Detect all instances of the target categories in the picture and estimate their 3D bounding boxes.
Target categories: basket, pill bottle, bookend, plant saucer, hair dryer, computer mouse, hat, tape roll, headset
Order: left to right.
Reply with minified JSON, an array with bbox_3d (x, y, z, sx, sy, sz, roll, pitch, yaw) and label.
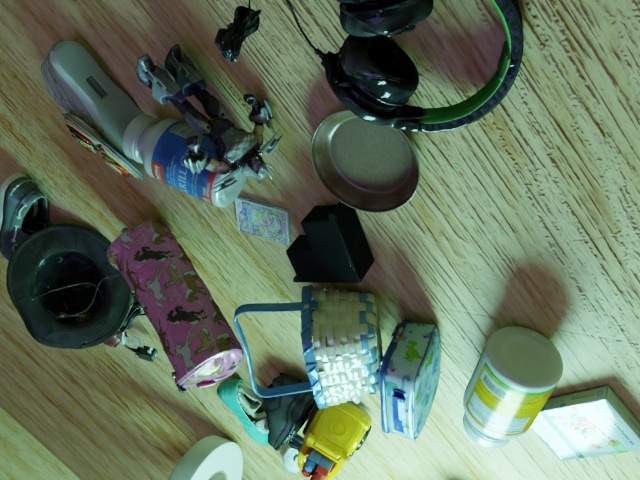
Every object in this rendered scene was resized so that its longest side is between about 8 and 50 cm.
[{"bbox_3d":[-0.645,0.117,1.609,0.332,0.134,0.330,0,94,-3],"label":"hat"},{"bbox_3d":[-0.579,0.211,1.726,0.294,0.080,0.223,14,116,15],"label":"hair dryer"},{"bbox_3d":[-0.257,-0.158,1.153,0.222,0.124,0.124,23,135,13],"label":"pill bottle"},{"bbox_3d":[-0.366,0.793,1.840,0.072,0.392,0.391,15,132,22],"label":"tape roll"},{"bbox_3d":[-0.072,0.638,1.776,0.106,0.042,0.192,26,136,9],"label":"computer mouse"},{"bbox_3d":[-0.018,0.224,1.253,0.289,0.201,0.254,-7,127,1],"label":"basket"},{"bbox_3d":[0.000,0.000,1.164,0.157,0.072,0.156,-3,123,35],"label":"bookend"},{"bbox_3d":[0.079,-0.137,1.024,0.199,0.036,0.198,18,134,19],"label":"plant saucer"},{"bbox_3d":[0.069,-0.263,0.816,0.395,0.185,0.243,13,132,7],"label":"headset"},{"bbox_3d":[0.349,0.288,1.146,0.137,0.136,0.245,22,135,15],"label":"pill bottle"}]

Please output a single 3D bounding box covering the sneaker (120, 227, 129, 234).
[{"bbox_3d":[-0.428,-0.003,1.458,0.069,0.038,0.098,-24,120,41],"label":"sneaker"}]

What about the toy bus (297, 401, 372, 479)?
[{"bbox_3d":[0.011,0.525,1.508,0.150,0.211,0.220,28,137,6],"label":"toy bus"}]

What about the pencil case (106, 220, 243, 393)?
[{"bbox_3d":[-0.321,0.138,1.325,0.386,0.167,0.160,56,-179,20],"label":"pencil case"}]

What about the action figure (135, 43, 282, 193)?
[{"bbox_3d":[-0.186,-0.204,1.042,0.285,0.185,0.099,46,148,1],"label":"action figure"}]

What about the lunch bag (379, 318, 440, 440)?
[{"bbox_3d":[0.178,0.281,1.218,0.090,0.176,0.218,10,132,22],"label":"lunch bag"}]

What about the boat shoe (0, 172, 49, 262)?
[{"bbox_3d":[-0.772,-0.029,1.592,0.099,0.116,0.319,32,131,11],"label":"boat shoe"}]

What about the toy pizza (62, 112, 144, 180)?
[{"bbox_3d":[-0.449,-0.183,1.241,0.201,0.032,0.201,38,172,6],"label":"toy pizza"}]

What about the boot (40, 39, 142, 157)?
[{"bbox_3d":[-0.453,-0.270,1.219,0.123,0.095,0.258,-8,119,51],"label":"boot"}]

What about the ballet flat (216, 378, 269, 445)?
[{"bbox_3d":[-0.188,0.480,1.690,0.087,0.083,0.247,-24,114,27],"label":"ballet flat"}]

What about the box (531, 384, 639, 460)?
[{"bbox_3d":[0.510,0.359,1.178,0.145,0.038,0.186,48,134,-12],"label":"box"}]

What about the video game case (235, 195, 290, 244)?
[{"bbox_3d":[-0.119,-0.041,1.247,0.122,0.011,0.087,17,134,20],"label":"video game case"}]

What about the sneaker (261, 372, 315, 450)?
[{"bbox_3d":[-0.097,0.444,1.599,0.130,0.109,0.286,36,131,15],"label":"sneaker"}]

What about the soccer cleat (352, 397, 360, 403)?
[{"bbox_3d":[0.087,0.361,1.450,0.036,0.029,0.083,5,124,34],"label":"soccer cleat"}]
